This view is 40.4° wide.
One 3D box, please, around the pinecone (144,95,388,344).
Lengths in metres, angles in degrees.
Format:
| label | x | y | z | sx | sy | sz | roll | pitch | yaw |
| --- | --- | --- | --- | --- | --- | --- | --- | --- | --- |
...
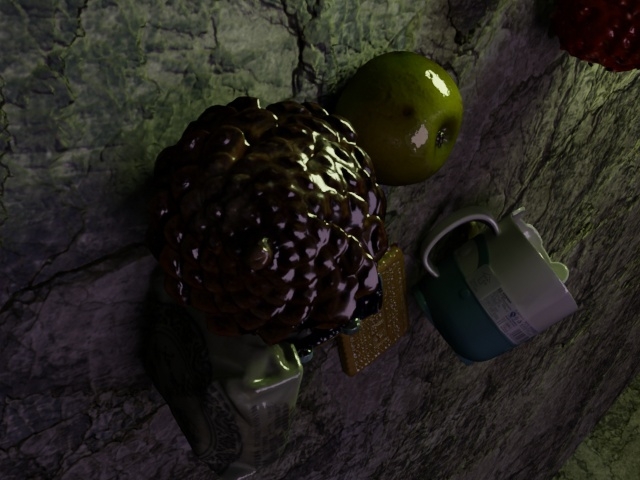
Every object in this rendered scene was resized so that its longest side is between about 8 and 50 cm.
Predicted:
| label | x | y | z | sx | sy | sz | roll | pitch | yaw |
| --- | --- | --- | --- | --- | --- | --- | --- | --- | --- |
| pinecone | -0.062 | -0.029 | 1.067 | 0.242 | 0.298 | 0.296 | -55 | -175 | 42 |

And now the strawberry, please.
| label | x | y | z | sx | sy | sz | roll | pitch | yaw |
| --- | --- | --- | --- | --- | --- | --- | --- | --- | --- |
| strawberry | 0.558 | -0.381 | 1.423 | 0.292 | 0.343 | 0.292 | -33 | 144 | -28 |

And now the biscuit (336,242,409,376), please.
| label | x | y | z | sx | sy | sz | roll | pitch | yaw |
| --- | --- | --- | --- | --- | --- | --- | --- | --- | --- |
| biscuit | 0.098 | 0.134 | 1.603 | 0.172 | 0.029 | 0.254 | -37 | 142 | -21 |

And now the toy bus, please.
| label | x | y | z | sx | sy | sz | roll | pitch | yaw |
| --- | --- | --- | --- | --- | --- | --- | --- | --- | --- |
| toy bus | -0.007 | 0.103 | 1.379 | 0.201 | 0.114 | 0.098 | -28 | 138 | -23 |

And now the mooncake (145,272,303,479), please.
| label | x | y | z | sx | sy | sz | roll | pitch | yaw |
| --- | --- | --- | --- | --- | --- | --- | --- | --- | --- |
| mooncake | -0.140 | 0.184 | 1.176 | 0.136 | 0.250 | 0.254 | -22 | 137 | -28 |

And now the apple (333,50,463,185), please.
| label | x | y | z | sx | sy | sz | roll | pitch | yaw |
| --- | --- | --- | --- | --- | --- | --- | --- | --- | --- |
| apple | 0.114 | -0.171 | 1.250 | 0.196 | 0.157 | 0.196 | -39 | 145 | -35 |

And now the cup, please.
| label | x | y | z | sx | sy | sz | roll | pitch | yaw |
| --- | --- | --- | --- | --- | --- | --- | --- | --- | --- |
| cup | 0.314 | 0.071 | 1.631 | 0.257 | 0.219 | 0.290 | -35 | 111 | 13 |

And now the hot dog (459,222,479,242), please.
| label | x | y | z | sx | sy | sz | roll | pitch | yaw |
| --- | --- | --- | --- | --- | --- | --- | --- | --- | --- |
| hot dog | 0.291 | -0.010 | 1.700 | 0.034 | 0.030 | 0.090 | -44 | 144 | -11 |
